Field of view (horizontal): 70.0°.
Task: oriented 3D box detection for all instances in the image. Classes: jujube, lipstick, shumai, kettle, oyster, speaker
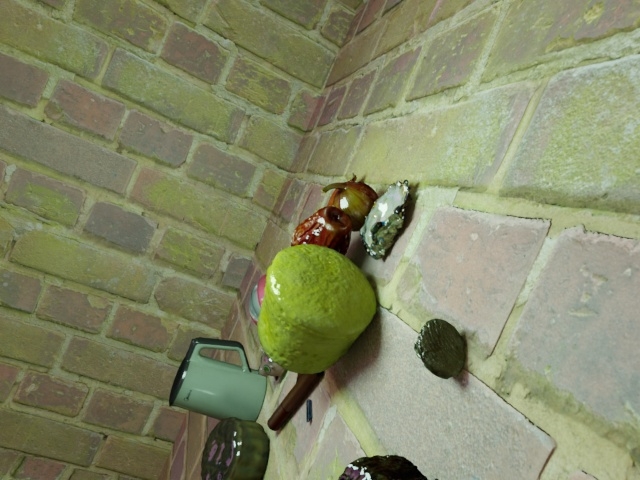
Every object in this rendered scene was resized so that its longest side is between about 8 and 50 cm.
[{"bbox_3d":[0.000,0.000,1.578,0.290,0.197,0.197,124,160,-49],"label":"jujube"},{"bbox_3d":[-0.092,0.556,1.615,0.357,0.057,0.057,-58,20,29],"label":"lipstick"},{"bbox_3d":[0.242,0.237,0.966,0.087,0.098,0.124,108,175,-54],"label":"shumai"},{"bbox_3d":[-0.439,0.618,2.036,0.361,0.376,0.250,-66,17,7],"label":"kettle"},{"bbox_3d":[0.207,-0.066,1.447,0.260,0.092,0.198,-63,15,-17],"label":"oyster"},{"bbox_3d":[-0.186,0.283,2.035,0.294,0.294,0.294,-56,21,34],"label":"speaker"}]

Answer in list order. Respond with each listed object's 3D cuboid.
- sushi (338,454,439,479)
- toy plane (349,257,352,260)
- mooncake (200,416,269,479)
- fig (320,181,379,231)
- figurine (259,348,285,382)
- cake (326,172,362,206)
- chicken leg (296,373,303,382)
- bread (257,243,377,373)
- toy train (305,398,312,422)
[{"bbox_3d":[0.115,0.549,0.827,0.182,0.196,0.344,32,105,54],"label":"sushi"},{"bbox_3d":[0.050,0.143,1.653,0.160,0.082,0.234,-30,28,50],"label":"toy plane"},{"bbox_3d":[-0.331,0.828,1.745,0.290,0.161,0.291,-38,36,34],"label":"mooncake"},{"bbox_3d":[0.110,-0.146,1.604,0.175,0.207,0.175,-32,19,13],"label":"fig"},{"bbox_3d":[-0.194,0.500,1.880,0.125,0.125,0.138,-94,15,-55],"label":"figurine"},{"bbox_3d":[0.083,-0.141,1.894,0.288,0.098,0.135,-62,19,4],"label":"cake"},{"bbox_3d":[-0.051,0.445,1.639,0.219,0.048,0.089,-60,16,23],"label":"chicken leg"},{"bbox_3d":[-0.028,0.215,1.389,0.348,0.347,0.308,-94,25,-55],"label":"bread"},{"bbox_3d":[-0.037,0.563,1.506,0.083,0.017,0.017,-94,29,-56],"label":"toy train"}]
